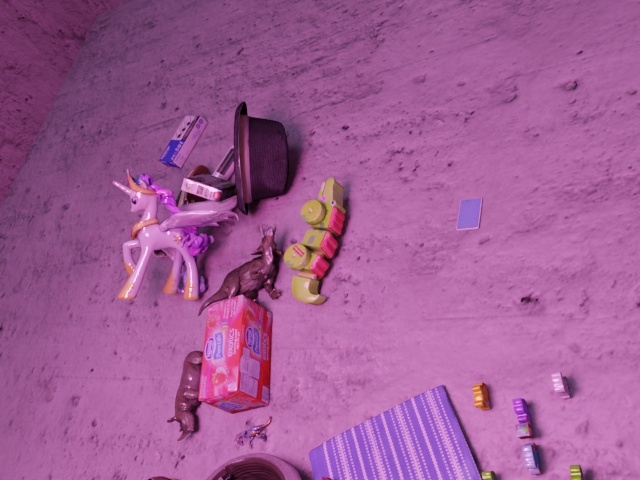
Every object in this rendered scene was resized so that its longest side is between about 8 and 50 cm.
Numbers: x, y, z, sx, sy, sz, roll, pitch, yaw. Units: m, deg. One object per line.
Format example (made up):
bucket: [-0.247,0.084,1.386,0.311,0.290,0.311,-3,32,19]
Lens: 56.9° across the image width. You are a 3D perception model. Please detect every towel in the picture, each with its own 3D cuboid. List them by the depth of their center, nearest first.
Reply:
towel: [0.139,0.461,1.165,0.336,0.040,0.243,-31,46,14]

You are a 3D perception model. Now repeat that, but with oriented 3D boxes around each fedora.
fedora: [-0.137,0.565,1.200,0.244,0.124,0.276,-32,25,-24]
fedora: [-0.170,-0.242,1.747,0.153,0.334,0.333,-2,54,-3]

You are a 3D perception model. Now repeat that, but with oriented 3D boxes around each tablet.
tablet: [0.346,-0.061,1.375,0.054,0.006,0.083,-5,58,35]

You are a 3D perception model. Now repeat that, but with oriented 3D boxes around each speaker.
speaker: [-0.307,-0.247,1.957,0.055,0.055,0.136,22,75,43]

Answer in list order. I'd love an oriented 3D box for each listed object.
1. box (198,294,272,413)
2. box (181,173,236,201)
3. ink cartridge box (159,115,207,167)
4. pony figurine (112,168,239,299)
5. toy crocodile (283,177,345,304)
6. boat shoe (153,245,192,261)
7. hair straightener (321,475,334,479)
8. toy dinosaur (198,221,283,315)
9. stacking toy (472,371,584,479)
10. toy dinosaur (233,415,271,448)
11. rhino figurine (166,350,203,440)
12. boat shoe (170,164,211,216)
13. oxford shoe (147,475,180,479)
box: [-0.208,0.283,1.473,0.123,0.128,0.256,-20,52,25]
box: [-0.317,-0.156,1.723,0.114,0.207,0.036,19,101,3]
ink cartridge box: [-0.509,-0.369,2.196,0.097,0.046,0.207,11,69,42]
pony figurine: [-0.418,-0.017,1.707,0.303,0.352,0.362,-147,59,-77]
toy crocodile: [0.000,0.000,1.520,0.105,0.115,0.340,6,67,33]
boat shoe: [-0.512,0.014,1.913,0.268,0.096,0.088,23,72,35]
hair straightener: [0.070,0.538,1.105,0.231,0.047,0.089,20,72,39]
toy dinosaur: [-0.198,0.110,1.614,0.313,0.121,0.160,-44,29,11]
stacking toy: [0.369,0.350,1.055,0.167,0.052,0.221,-19,54,28]
toy dinosaur: [-0.162,0.459,1.398,0.082,0.047,0.090,-11,22,42]
rhino figurine: [-0.329,0.395,1.528,0.107,0.073,0.243,-3,61,31]
boat shoe: [-0.443,-0.133,1.957,0.095,0.095,0.257,-7,57,40]
oxford shoe: [-0.382,0.683,1.353,0.097,0.098,0.271,-24,50,23]
